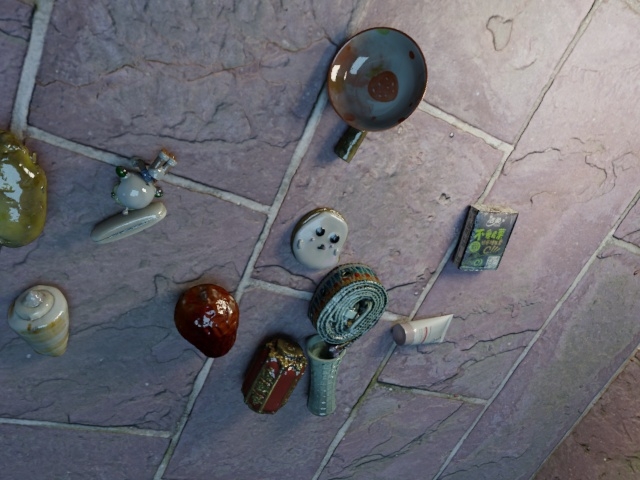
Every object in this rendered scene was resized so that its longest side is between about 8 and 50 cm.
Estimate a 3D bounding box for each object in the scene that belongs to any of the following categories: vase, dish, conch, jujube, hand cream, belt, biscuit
[{"bbox_3d":[0.011,0.495,1.660,0.143,0.143,0.299,-6,121,-15],"label":"vase"},{"bbox_3d":[0.153,-0.411,1.208,0.260,0.085,0.261,2,95,18],"label":"dish"},{"bbox_3d":[-0.769,0.241,1.272,0.158,0.127,0.255,-10,120,-13],"label":"conch"},{"bbox_3d":[-0.337,0.250,1.405,0.189,0.190,0.255,-13,137,-11],"label":"jujube"},{"bbox_3d":[0.392,0.348,1.745,0.247,0.083,0.133,-2,120,-28],"label":"hand cream"},{"bbox_3d":[0.084,0.223,1.521,0.295,0.160,0.206,-44,121,7],"label":"belt"},{"bbox_3d":[0.000,0.000,1.442,0.180,0.049,0.208,11,115,-24],"label":"biscuit"}]

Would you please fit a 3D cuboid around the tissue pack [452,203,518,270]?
[{"bbox_3d":[0.573,-0.006,1.609,0.173,0.073,0.236,1,116,-19],"label":"tissue pack"}]

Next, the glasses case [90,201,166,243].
[{"bbox_3d":[-0.511,-0.048,1.230,0.204,0.081,0.051,-22,123,-4],"label":"glasses case"}]

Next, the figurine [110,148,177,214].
[{"bbox_3d":[-0.456,-0.156,1.187,0.197,0.093,0.147,-50,143,2],"label":"figurine"}]

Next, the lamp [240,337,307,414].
[{"bbox_3d":[-0.161,0.462,1.571,0.177,0.177,0.274,19,112,-26],"label":"lamp"}]

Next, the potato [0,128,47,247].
[{"bbox_3d":[-0.744,-0.115,1.084,0.191,0.141,0.297,15,113,-7],"label":"potato"}]

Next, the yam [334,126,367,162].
[{"bbox_3d":[0.128,-0.338,1.296,0.061,0.061,0.253,26,106,-28],"label":"yam"}]
